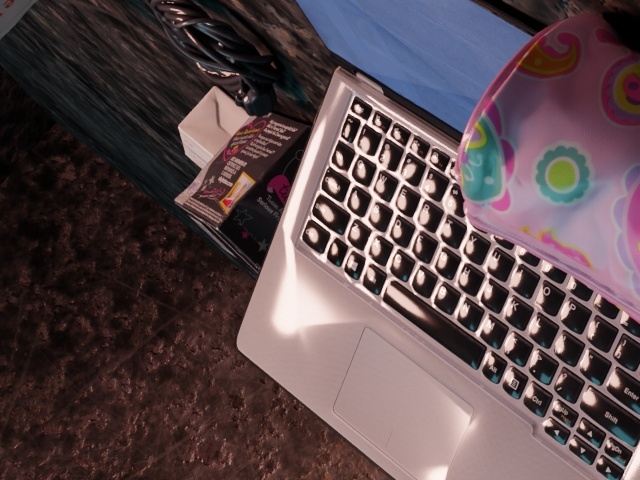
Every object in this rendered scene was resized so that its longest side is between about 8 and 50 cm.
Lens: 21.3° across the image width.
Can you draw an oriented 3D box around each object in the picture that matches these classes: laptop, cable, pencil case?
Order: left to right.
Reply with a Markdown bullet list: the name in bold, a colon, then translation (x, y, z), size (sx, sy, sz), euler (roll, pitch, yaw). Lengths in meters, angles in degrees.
- **cable**: translation (-0.099, -0.183, 1.545), size (0.150, 0.047, 0.184), euler (45, 177, 10)
- **laptop**: translation (0.052, 0.008, 1.121), size (0.236, 0.407, 0.382), euler (-4, -148, -47)
- **pencil case**: translation (0.195, 0.014, 0.786), size (0.284, 0.124, 0.124), euler (39, 173, 20)

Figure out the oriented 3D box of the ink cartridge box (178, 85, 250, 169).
- **ink cartridge box**: translation (-0.095, -0.098, 1.950), size (0.115, 0.067, 0.198), euler (40, 174, 4)

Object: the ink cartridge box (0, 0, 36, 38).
- **ink cartridge box**: translation (-0.381, -0.299, 1.629), size (0.117, 0.207, 0.283), euler (39, 173, 21)

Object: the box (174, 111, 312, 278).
- **box**: translation (0.000, 0.000, 1.736), size (0.247, 0.142, 0.163), euler (45, 174, -23)
